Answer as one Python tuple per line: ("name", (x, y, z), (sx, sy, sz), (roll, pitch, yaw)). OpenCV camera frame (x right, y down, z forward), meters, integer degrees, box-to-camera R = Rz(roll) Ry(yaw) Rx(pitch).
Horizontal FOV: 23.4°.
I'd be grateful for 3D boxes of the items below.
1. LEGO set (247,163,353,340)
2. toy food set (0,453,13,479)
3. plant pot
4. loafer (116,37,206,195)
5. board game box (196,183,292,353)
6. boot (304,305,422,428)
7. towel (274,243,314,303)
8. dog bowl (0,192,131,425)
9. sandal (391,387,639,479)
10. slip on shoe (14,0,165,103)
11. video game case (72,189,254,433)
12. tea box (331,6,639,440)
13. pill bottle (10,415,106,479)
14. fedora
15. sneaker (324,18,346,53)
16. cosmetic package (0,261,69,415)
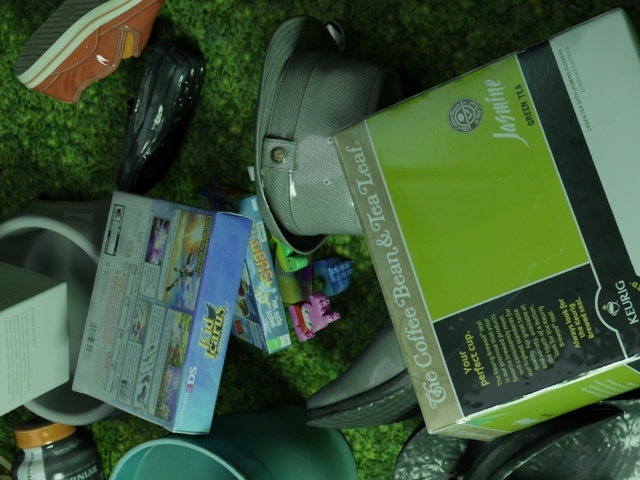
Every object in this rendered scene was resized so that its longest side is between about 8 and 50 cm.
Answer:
("LEGO set", (0.000, 0.000, 1.904), (0.093, 0.087, 0.227), (-11, 98, 48))
("toy food set", (-0.465, 0.419, 2.391), (0.132, 0.038, 0.192), (34, 127, 28))
("plant pot", (-0.092, 0.334, 1.973), (0.272, 0.255, 0.271), (11, 112, 30))
("loafer", (-0.219, -0.158, 2.012), (0.078, 0.076, 0.223), (37, 118, 25))
("board game box", (-0.099, 0.034, 1.968), (0.136, 0.035, 0.201), (19, 125, 64))
("boot", (0.100, 0.082, 1.839), (0.338, 0.118, 0.222), (-29, 64, 33))
("towel", (-0.034, 0.045, 1.992), (0.060, 0.009, 0.083), (11, 111, 31))
("dog bowl", (-0.350, 0.101, 2.165), (0.349, 0.102, 0.348), (11, 110, 31))
("sandal", (0.276, 0.248, 1.726), (0.446, 0.107, 0.167), (-14, 108, 22))
("slip on shoe", (-0.255, -0.290, 1.981), (0.331, 0.123, 0.101), (-37, 126, 27))
("video game case", (-0.200, 0.084, 1.926), (0.244, 0.061, 0.269), (13, 91, 52))
("tea box", (0.230, -0.003, 1.568), (0.324, 0.220, 0.329), (-21, 74, 16))
("pill bottle", (-0.374, 0.376, 2.252), (0.130, 0.130, 0.245), (-8, 101, 35))
("fedora", (0.026, -0.116, 1.758), (0.124, 0.244, 0.275), (8, 92, 25))
("sneaker", (0.007, -0.224, 1.859), (0.032, 0.037, 0.083), (18, 113, 30))
("cosmetic package", (-0.451, 0.133, 2.064), (0.151, 0.184, 0.151), (14, 113, 29))
